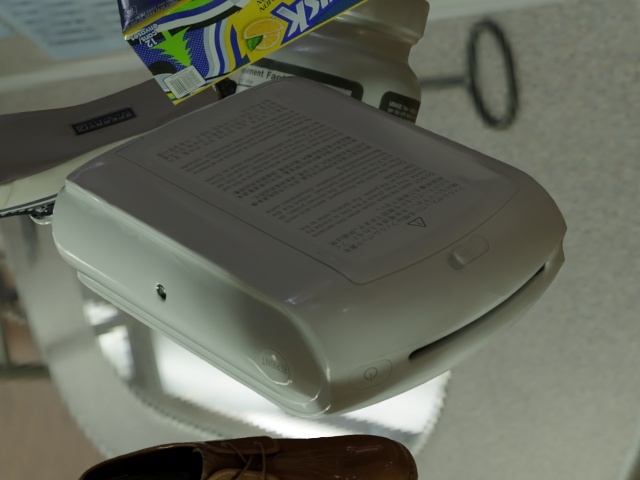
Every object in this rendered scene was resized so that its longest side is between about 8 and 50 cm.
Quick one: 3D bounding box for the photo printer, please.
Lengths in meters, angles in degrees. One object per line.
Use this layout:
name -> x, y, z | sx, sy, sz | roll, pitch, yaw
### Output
photo printer -> 0.000, 0.000, 1.149 | 0.307, 0.256, 0.107 | 27, 132, 39

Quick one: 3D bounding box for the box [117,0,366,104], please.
box -> -0.019, -0.140, 0.820 | 0.054, 0.169, 0.059 | 55, -167, -40

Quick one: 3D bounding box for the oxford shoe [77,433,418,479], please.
oxford shoe -> -0.043, 0.147, 0.962 | 0.076, 0.212, 0.076 | 94, 164, -52

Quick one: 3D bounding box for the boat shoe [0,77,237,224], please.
boat shoe -> -0.229, -0.041, 1.540 | 0.127, 0.340, 0.158 | -118, 16, -50

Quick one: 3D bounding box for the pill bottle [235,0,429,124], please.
pill bottle -> -0.002, -0.092, 1.434 | 0.162, 0.162, 0.278 | 20, 95, 58
